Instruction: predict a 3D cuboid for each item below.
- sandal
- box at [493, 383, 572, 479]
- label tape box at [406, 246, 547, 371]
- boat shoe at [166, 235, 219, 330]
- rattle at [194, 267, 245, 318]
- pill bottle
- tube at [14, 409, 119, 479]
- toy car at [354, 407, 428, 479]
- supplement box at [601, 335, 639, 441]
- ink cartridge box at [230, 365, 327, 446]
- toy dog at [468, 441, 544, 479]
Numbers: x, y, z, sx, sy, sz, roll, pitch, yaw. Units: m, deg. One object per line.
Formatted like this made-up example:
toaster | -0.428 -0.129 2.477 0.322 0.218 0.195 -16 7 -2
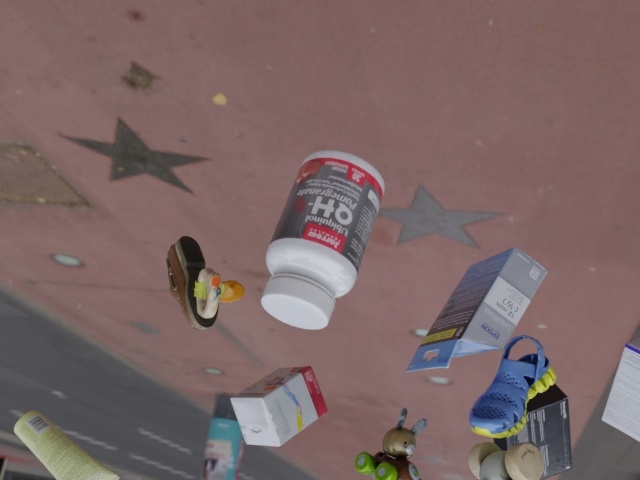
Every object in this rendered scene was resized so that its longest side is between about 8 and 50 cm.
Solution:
sandal | 0.426 0.322 1.719 0.126 0.317 0.138 4 118 36
box | 0.561 0.517 2.022 0.184 0.103 0.261 -17 119 -7
label tape box | 0.379 0.201 1.871 0.115 0.347 0.249 36 161 -5
boat shoe | -0.383 0.140 2.242 0.111 0.307 0.104 18 135 -42
rattle | -0.228 0.126 1.861 0.143 0.130 0.200 19 153 -20
pill bottle | 0.000 0.000 1.441 0.176 0.318 0.176 15 151 8
tube | -0.513 0.434 1.514 0.240 0.070 0.062 33 -163 23
toy car | 0.203 0.515 1.870 0.155 0.188 0.149 35 164 -35
supplement box | 0.760 0.342 1.780 0.111 0.220 0.114 -14 -150 -41
ink cartridge box | -0.100 0.397 1.829 0.128 0.127 0.176 -13 -170 45
toy dog | 0.421 0.577 1.595 0.161 0.333 0.220 -29 158 -32
